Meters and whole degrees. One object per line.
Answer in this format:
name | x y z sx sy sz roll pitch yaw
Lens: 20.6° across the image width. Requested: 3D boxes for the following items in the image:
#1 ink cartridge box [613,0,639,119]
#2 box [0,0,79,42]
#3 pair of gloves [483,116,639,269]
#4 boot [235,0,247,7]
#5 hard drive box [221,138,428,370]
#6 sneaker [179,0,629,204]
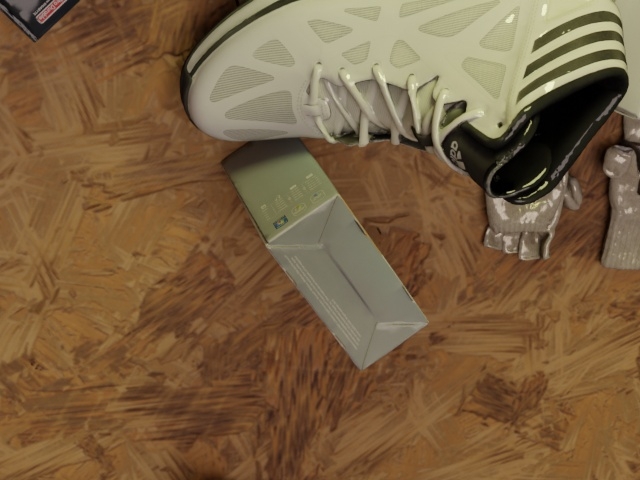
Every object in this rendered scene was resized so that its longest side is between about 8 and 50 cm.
ink cartridge box | 0.413 -0.229 1.847 0.278 0.117 0.201 0 114 -39
box | -0.261 -0.329 1.707 0.220 0.051 0.175 -42 117 4
pair of gloves | 0.302 -0.064 1.980 0.240 0.042 0.204 7 111 -17
boot | -0.036 -0.334 1.750 0.106 0.082 0.219 0 111 -12
hard drive box | 0.000 0.000 1.818 0.089 0.232 0.181 -35 118 1
sneaker | 0.080 -0.142 1.697 0.447 0.257 0.169 -16 135 8
